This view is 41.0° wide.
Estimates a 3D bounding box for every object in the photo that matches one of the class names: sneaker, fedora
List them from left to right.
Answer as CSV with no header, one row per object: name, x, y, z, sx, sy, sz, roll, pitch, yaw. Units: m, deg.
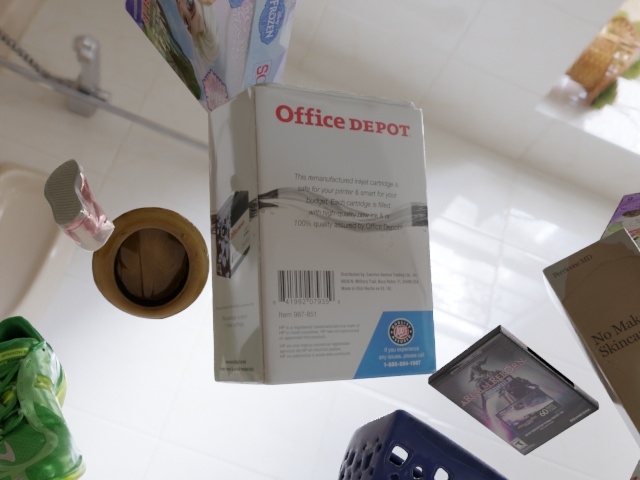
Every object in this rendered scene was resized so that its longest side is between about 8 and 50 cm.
sneaker,-0.315,0.171,0.874,0.295,0.109,0.123,42,-28,61
sneaker,-0.281,-0.037,1.003,0.051,0.070,0.134,-33,-139,3
fedora,-0.265,0.028,1.351,0.079,0.194,0.194,-108,-141,-65

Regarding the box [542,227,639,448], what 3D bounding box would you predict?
box,0.462,0.154,1.241,0.311,0.148,0.121,64,8,30

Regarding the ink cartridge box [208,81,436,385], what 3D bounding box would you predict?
ink cartridge box,0.000,0.000,0.954,0.129,0.223,0.307,-13,-103,58

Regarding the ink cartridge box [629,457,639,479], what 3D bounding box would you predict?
ink cartridge box,0.617,0.437,1.455,0.384,0.160,0.279,25,90,-62

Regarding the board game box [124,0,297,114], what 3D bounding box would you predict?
board game box,-0.146,-0.338,1.070,0.066,0.318,0.319,-23,148,-29

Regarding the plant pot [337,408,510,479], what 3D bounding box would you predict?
plant pot,0.141,0.446,1.435,0.212,0.236,0.236,-56,-178,-27

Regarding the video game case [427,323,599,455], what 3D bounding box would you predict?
video game case,0.376,0.298,1.671,0.196,0.274,0.026,-43,-161,30

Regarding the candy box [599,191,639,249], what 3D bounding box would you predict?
candy box,0.588,-0.014,1.490,0.165,0.070,0.196,-10,-153,44
